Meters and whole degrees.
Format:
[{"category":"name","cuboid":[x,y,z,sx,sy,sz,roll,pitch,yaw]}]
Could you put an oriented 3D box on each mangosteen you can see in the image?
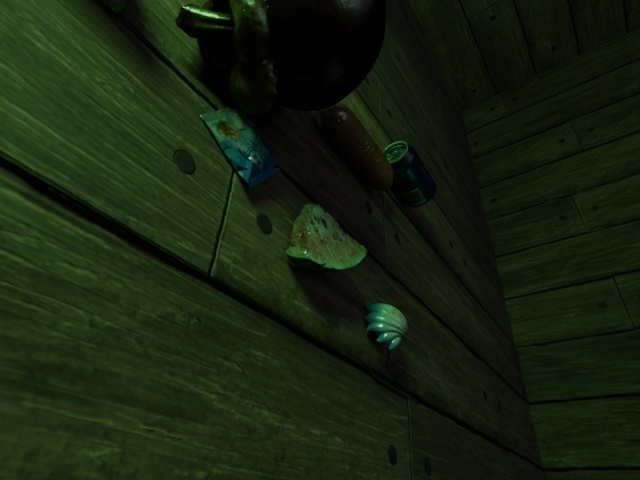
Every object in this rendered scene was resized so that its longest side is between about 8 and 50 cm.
[{"category":"mangosteen","cuboid":[-0.060,-0.364,0.674,0.346,0.306,0.307,-31,101,-31]}]

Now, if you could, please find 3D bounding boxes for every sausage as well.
[{"category":"sausage","cuboid":[0.098,-0.232,1.024,0.289,0.086,0.086,41,41,-39]}]

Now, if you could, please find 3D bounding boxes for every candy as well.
[{"category":"candy","cuboid":[-0.127,-0.157,0.666,0.136,0.038,0.088,56,45,-9]}]

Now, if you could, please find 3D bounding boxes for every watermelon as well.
[{"category":"watermelon","cuboid":[0.000,0.000,0.753,0.187,0.071,0.139,-2,68,-50]}]

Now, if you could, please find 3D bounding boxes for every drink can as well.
[{"category":"drink can","cuboid":[0.270,-0.202,1.255,0.205,0.118,0.118,47,37,-36]}]

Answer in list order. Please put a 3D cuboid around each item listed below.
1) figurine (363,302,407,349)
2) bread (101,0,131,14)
[{"category":"figurine","cuboid":[0.136,0.174,0.871,0.114,0.079,0.114,15,41,-13]},{"category":"bread","cuboid":[-0.273,-0.385,0.511,0.156,0.103,0.110,54,22,-35]}]
